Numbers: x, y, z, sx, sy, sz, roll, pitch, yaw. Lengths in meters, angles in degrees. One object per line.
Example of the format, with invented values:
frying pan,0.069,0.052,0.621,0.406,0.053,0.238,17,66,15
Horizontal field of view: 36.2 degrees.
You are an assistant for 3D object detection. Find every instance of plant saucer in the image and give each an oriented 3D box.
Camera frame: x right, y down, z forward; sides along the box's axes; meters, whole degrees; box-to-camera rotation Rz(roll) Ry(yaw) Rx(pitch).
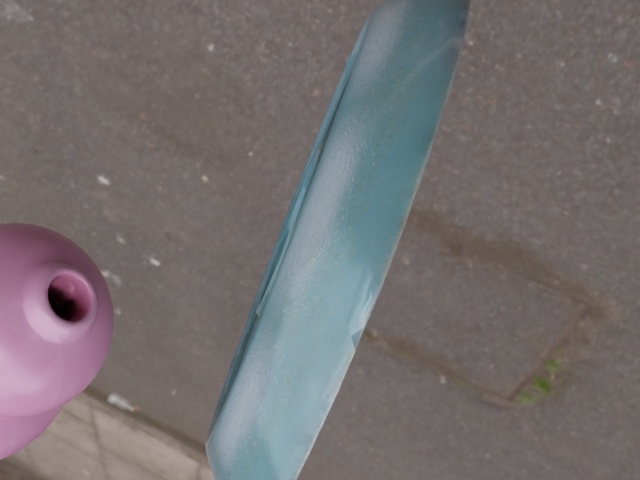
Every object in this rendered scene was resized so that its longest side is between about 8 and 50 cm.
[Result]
plant saucer,0.000,0.000,0.541,0.043,0.318,0.317,20,153,-4

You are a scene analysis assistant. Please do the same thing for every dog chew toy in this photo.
dog chew toy,-0.274,0.081,0.721,0.332,0.207,0.206,-20,127,40
